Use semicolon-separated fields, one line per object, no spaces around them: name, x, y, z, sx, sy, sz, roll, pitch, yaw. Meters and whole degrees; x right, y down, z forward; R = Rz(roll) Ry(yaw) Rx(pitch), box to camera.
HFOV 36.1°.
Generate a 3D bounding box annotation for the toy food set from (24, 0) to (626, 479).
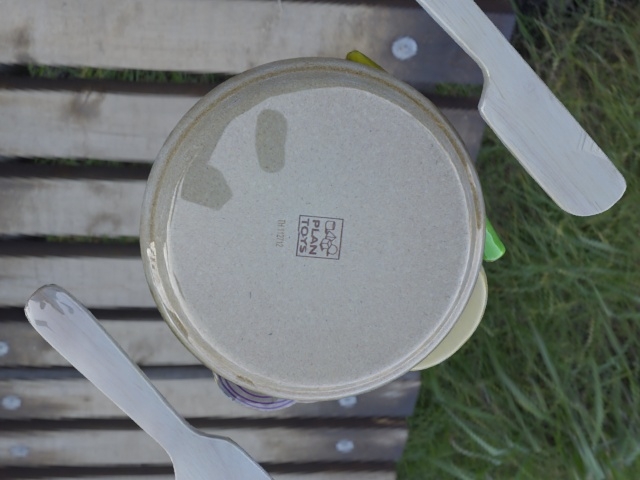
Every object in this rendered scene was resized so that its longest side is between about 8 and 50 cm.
toy food set;0.000;0.000;0.357;0.192;0.038;0.132;-41;100;0
